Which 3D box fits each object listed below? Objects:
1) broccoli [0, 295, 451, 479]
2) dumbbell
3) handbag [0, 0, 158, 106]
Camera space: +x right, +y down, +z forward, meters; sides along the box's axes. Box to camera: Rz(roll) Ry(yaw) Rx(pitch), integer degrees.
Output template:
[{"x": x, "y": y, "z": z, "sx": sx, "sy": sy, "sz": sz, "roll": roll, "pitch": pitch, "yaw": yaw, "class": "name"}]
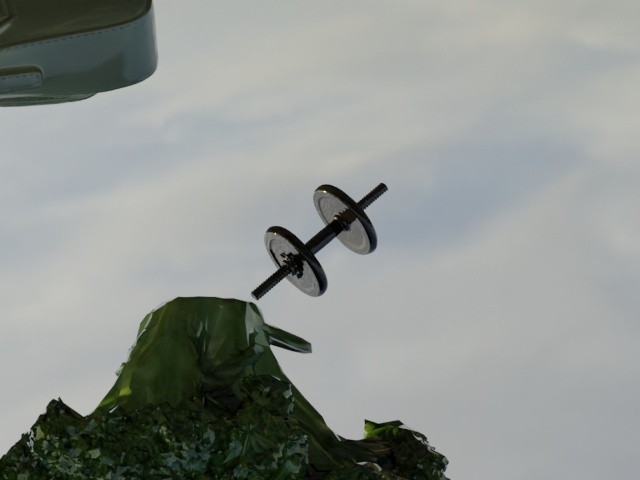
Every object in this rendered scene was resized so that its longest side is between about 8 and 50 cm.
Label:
[{"x": -0.082, "y": 0.207, "z": 1.399, "sx": 0.413, "sy": 0.321, "sz": 0.310, "roll": 6, "pitch": -139, "yaw": -45, "class": "broccoli"}, {"x": 0.000, "y": 0.000, "z": 1.476, "sx": 0.147, "sy": 0.069, "sz": 0.069, "roll": -41, "pitch": -149, "yaw": -21, "class": "dumbbell"}, {"x": -0.236, "y": -0.185, "z": 1.260, "sx": 0.219, "sy": 0.079, "sz": 0.256, "roll": -10, "pitch": -130, "yaw": -12, "class": "handbag"}]
